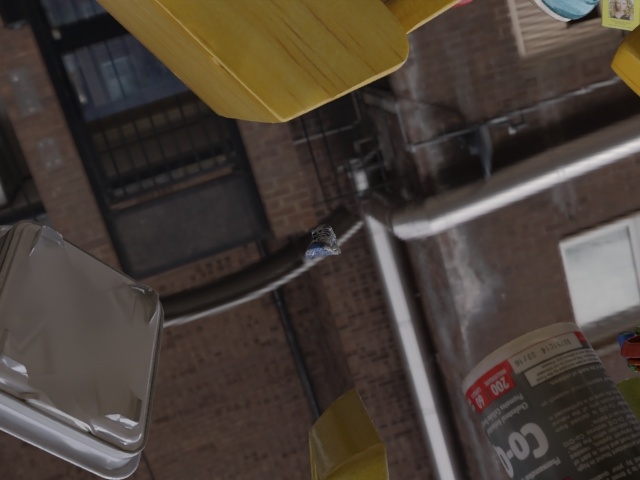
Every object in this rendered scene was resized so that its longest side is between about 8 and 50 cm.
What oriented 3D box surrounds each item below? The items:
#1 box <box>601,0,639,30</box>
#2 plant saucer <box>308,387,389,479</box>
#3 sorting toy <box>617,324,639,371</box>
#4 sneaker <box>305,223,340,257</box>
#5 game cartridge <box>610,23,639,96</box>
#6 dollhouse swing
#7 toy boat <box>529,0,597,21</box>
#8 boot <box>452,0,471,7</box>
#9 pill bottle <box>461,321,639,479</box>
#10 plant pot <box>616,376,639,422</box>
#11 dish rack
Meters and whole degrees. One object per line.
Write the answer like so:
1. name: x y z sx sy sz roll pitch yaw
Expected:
1. box: 0.410 -0.391 1.200 0.058 0.232 0.087 16 -117 27
2. plant saucer: 0.037 0.394 1.220 0.081 0.332 0.333 -4 -176 -3
3. sorting toy: 0.340 0.113 0.938 0.061 0.042 0.102 -12 -175 41
4. sneaker: 0.000 0.000 1.623 0.052 0.058 0.135 -8 179 10
5. game cartridge: 0.393 -0.120 0.550 0.324 0.285 0.052 -41 168 -2
6. dollhouse swing: -0.025 -0.272 0.800 0.305 0.315 0.347 -47 -165 -2
7. toy boat: 0.416 -0.503 1.392 0.148 0.318 0.267 32 -173 39
8. boot: 0.149 -0.371 1.505 0.244 0.088 0.176 -4 -127 -3
9. pill bottle: 0.296 0.251 1.042 0.161 0.283 0.161 -22 154 -11
10. plant pot: 0.525 0.350 1.378 0.276 0.276 0.253 -17 -131 0
11. dish rack: -0.322 0.123 1.196 0.072 0.286 0.332 -39 -149 26
